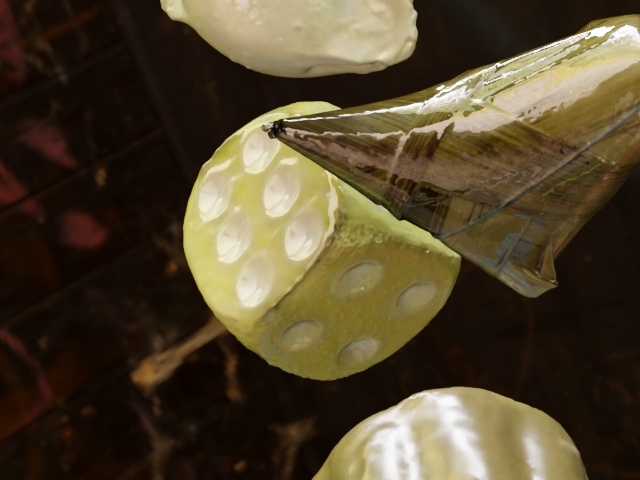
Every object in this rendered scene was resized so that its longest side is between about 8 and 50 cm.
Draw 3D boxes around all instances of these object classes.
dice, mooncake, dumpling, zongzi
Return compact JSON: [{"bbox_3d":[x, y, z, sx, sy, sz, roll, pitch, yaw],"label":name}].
[{"bbox_3d":[0.000,0.000,1.345,0.166,0.169,0.169,-45,-129,21],"label":"dice"},{"bbox_3d":[0.170,0.380,2.007,0.201,0.378,0.378,-95,179,-57],"label":"mooncake"},{"bbox_3d":[-0.021,-0.189,1.101,0.111,0.181,0.155,-104,-157,-80],"label":"dumpling"},{"bbox_3d":[0.115,-0.098,1.134,0.242,0.112,0.221,29,-61,-16],"label":"zongzi"}]
